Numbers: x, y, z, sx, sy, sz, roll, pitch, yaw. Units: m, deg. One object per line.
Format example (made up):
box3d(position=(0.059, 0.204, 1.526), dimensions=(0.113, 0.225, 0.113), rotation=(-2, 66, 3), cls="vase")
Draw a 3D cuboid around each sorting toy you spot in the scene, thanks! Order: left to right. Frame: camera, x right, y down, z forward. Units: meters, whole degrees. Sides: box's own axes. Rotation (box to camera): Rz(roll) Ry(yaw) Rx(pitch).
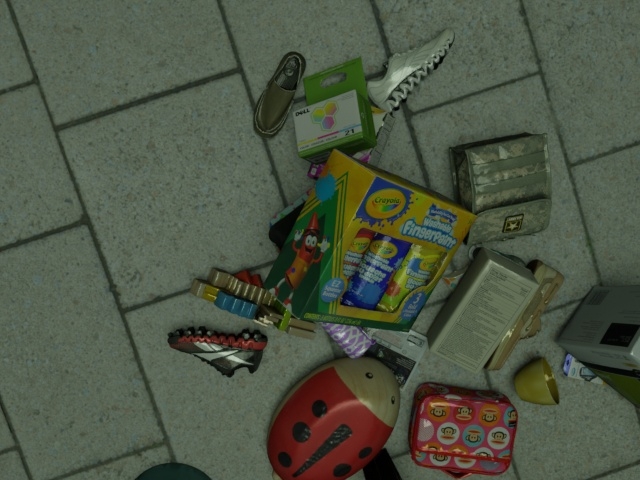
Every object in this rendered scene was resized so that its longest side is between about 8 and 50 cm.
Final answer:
box3d(position=(0.399, 0.121, 1.821), dimensions=(0.083, 0.045, 0.075), rotation=(-25, 115, 0), cls="sorting toy")

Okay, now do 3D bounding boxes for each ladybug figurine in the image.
box3d(position=(0.033, 0.519, 1.760), dimensions=(0.305, 0.162, 0.449), rotation=(42, 96, -6), cls="ladybug figurine")

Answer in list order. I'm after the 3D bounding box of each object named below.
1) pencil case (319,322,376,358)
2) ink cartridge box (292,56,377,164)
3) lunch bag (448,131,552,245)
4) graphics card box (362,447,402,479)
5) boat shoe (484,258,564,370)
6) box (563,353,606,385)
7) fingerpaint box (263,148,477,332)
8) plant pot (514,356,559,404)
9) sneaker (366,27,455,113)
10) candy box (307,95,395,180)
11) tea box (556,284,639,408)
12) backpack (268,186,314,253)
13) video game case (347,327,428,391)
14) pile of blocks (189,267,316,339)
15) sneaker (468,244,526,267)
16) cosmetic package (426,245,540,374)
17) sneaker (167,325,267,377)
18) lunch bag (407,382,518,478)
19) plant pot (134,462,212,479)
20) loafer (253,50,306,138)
box3d(position=(0.057, 0.229, 1.740), dimensions=(0.088, 0.086, 0.206), rotation=(-36, 104, 30), cls="pencil case")
box3d(position=(0.027, -0.348, 1.667), dimensions=(0.188, 0.097, 0.255), rotation=(-14, 77, 26), cls="ink cartridge box")
box3d(position=(0.492, -0.132, 1.739), dimensions=(0.235, 0.169, 0.287), rotation=(-11, 103, -5), cls="lunch bag")
box3d(position=(0.238, 0.790, 1.768), dimensions=(0.094, 0.233, 0.371), rotation=(-26, 96, 0), cls="graphics card box")
box3d(position=(0.568, 0.225, 1.791), dimensions=(0.110, 0.121, 0.341), rotation=(29, 92, -4), cls="boat shoe")
box3d(position=(0.771, 0.366, 1.861), dimensions=(0.136, 0.028, 0.081), rotation=(14, 94, -2), cls="box")
box3d(position=(0.137, 0.023, 1.579), dimensions=(0.444, 0.163, 0.371), rotation=(15, 108, -47), cls="fingerpaint box")
box3d(position=(0.607, 0.408, 1.816), dimensions=(0.095, 0.134, 0.134), rotation=(-21, 96, 27), cls="plant pot")
box3d(position=(0.244, -0.474, 1.731), dimensions=(0.118, 0.110, 0.292), rotation=(45, 91, 4), cls="sneaker")
box3d(position=(0.082, -0.251, 1.722), dimensions=(0.159, 0.071, 0.233), rotation=(23, 93, 25), cls="candy box")
box3d(position=(0.882, 0.295, 1.693), dimensions=(0.323, 0.329, 0.220), rotation=(39, 80, -6), cls="tea box")
box3d(position=(0.000, 0.000, 1.700), dimensions=(0.225, 0.191, 0.253), rotation=(-38, 130, 1), cls="backpack")
box3d(position=(0.192, 0.316, 1.832), dimensions=(0.190, 0.022, 0.173), rotation=(27, 93, -5), cls="video game case")
box3d(position=(-0.170, 0.154, 1.737), dimensions=(0.362, 0.149, 0.113), rotation=(20, 94, -4), cls="pile of blocks")
box3d(position=(0.501, 0.060, 1.797), dimensions=(0.166, 0.076, 0.065), rotation=(14, 94, -4), cls="sneaker")
box3d(position=(0.436, 0.192, 1.748), dimensions=(0.160, 0.113, 0.309), rotation=(28, 108, -5), cls="cosmetic package")
box3d(position=(-0.287, 0.310, 1.769), dimensions=(0.276, 0.097, 0.135), rotation=(6, 92, -5), cls="sneaker")
box3d(position=(0.396, 0.552, 1.819), dimensions=(0.293, 0.120, 0.258), rotation=(7, 98, -2), cls="lunch bag")
box3d(position=(-0.421, 0.792, 1.736), dimensions=(0.292, 0.235, 0.293), rotation=(0, 94, -3), cls="plant pot")
box3d(position=(-0.114, -0.396, 1.723), dimensions=(0.094, 0.087, 0.251), rotation=(21, 93, -4), cls="loafer")
